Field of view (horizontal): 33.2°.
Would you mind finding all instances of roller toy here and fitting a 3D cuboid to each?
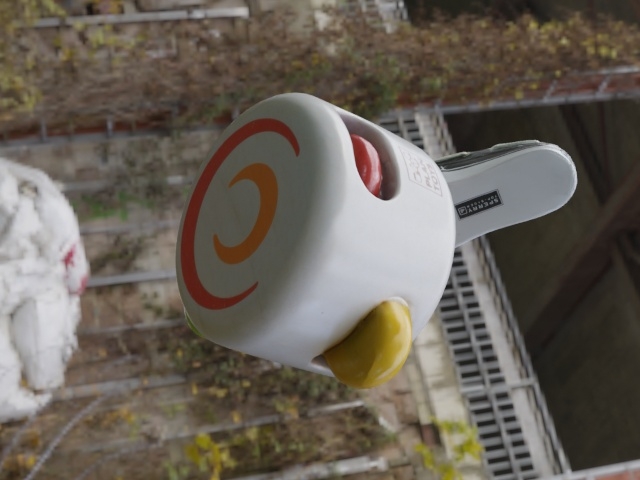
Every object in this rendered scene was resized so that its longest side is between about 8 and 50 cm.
[{"bbox_3d":[0.000,0.000,0.795,0.209,0.146,0.191,11,-98,54],"label":"roller toy"}]

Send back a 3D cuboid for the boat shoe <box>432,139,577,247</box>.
[{"bbox_3d":[0.115,-0.035,0.948,0.070,0.219,0.078,-79,154,-71],"label":"boat shoe"}]
